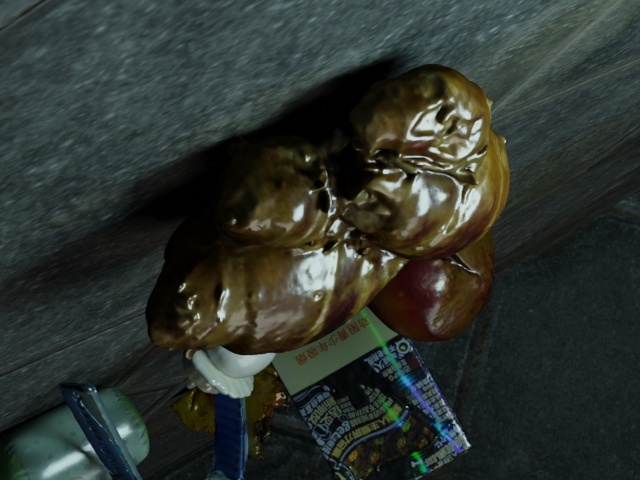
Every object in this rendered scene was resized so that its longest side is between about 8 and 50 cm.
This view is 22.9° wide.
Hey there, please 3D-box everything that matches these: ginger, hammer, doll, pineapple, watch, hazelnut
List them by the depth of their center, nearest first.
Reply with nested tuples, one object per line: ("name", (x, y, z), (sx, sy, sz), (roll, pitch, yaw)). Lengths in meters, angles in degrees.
("ginger", (0.010, -0.018, 1.313), (0.357, 0.152, 0.274), (-30, 171, -5))
("doll", (-0.058, 0.094, 1.912), (0.293, 0.119, 0.138), (-38, -178, 21))
("watch", (-0.200, 0.266, 2.000), (0.068, 0.274, 0.276), (19, -153, 39))
("hazelnut", (0.136, 0.035, 2.029), (0.204, 0.178, 0.178), (-60, -171, -31))
("hammer", (-0.368, 0.298, 2.116), (0.206, 0.119, 0.335), (-24, 177, -30))
("pineapple", (-0.101, 0.263, 2.592), (0.250, 0.164, 0.140), (-39, 175, 32))

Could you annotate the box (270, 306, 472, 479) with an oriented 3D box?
("box", (0.061, 0.213, 2.294), (0.198, 0.310, 0.084), (-30, 174, 0))
